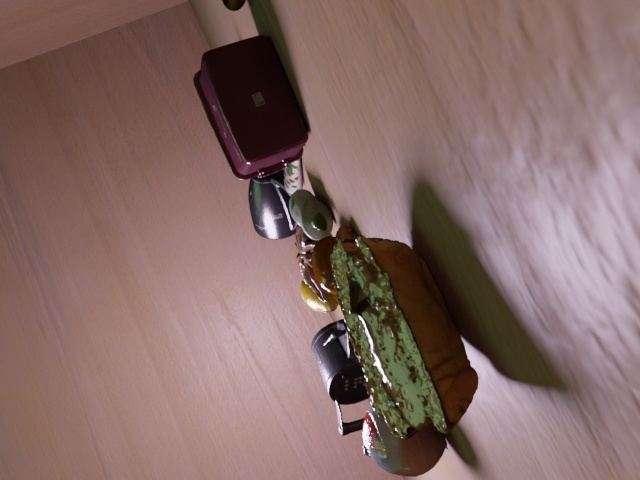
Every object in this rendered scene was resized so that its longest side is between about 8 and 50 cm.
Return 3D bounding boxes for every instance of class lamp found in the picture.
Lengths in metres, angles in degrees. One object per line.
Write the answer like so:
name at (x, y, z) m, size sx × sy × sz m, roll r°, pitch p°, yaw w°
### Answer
lamp at (0.090, 0.422, 1.452) m, size 0.272 × 0.205 × 0.374 m, roll -148°, pitch 51°, yaw -70°

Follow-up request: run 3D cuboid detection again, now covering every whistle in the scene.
whistle at (0.161, 0.356, 0.890) m, size 0.189 × 0.189 × 0.348 m, roll -135°, pitch 32°, yaw -73°

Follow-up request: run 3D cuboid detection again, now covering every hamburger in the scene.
hamburger at (0.104, 0.108, 0.549) m, size 0.124 × 0.131 × 0.262 m, roll -41°, pitch 63°, yaw 47°

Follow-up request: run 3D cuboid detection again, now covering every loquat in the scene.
loquat at (0.004, 0.201, 1.611) m, size 0.195 × 0.152 × 0.152 m, roll 58°, pitch 170°, yaw 32°

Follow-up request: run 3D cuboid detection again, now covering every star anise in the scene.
star anise at (-0.023, 0.048, 1.423) m, size 0.292 × 0.109 × 0.349 m, roll -112°, pitch 19°, yaw -56°

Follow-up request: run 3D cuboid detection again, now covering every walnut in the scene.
walnut at (0.032, 0.054, 1.009) m, size 0.207 × 0.116 × 0.116 m, roll -106°, pitch -4°, yaw -61°

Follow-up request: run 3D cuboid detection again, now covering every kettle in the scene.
kettle at (-0.161, -0.161, 1.620) m, size 0.268 × 0.207 × 0.290 m, roll 28°, pitch 143°, yaw 29°

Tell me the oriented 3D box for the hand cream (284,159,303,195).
hand cream at (-0.083, -0.216, 1.257) m, size 0.095 × 0.059 × 0.276 m, roll 61°, pitch 168°, yaw 20°

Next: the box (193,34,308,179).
box at (-0.151, -0.299, 0.948) m, size 0.294 × 0.193 × 0.167 m, roll 67°, pitch 165°, yaw -7°

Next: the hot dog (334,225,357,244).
hot dog at (0.077, 0.042, 0.902) m, size 0.071 × 0.045 × 0.165 m, roll 81°, pitch 164°, yaw -73°

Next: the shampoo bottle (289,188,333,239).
shampoo bottle at (-0.023, -0.067, 1.136) m, size 0.234 × 0.087 × 0.118 m, roll -131°, pitch 21°, yaw -69°

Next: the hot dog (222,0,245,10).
hot dog at (-0.192, -0.551, 0.911) m, size 0.140 × 0.060 × 0.090 m, roll 37°, pitch 148°, yaw 63°
